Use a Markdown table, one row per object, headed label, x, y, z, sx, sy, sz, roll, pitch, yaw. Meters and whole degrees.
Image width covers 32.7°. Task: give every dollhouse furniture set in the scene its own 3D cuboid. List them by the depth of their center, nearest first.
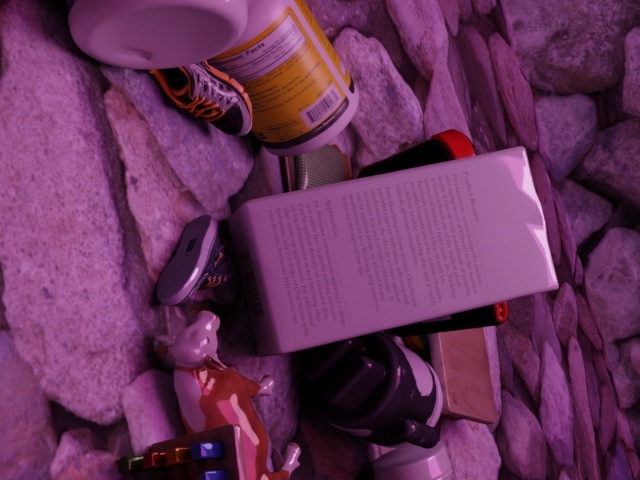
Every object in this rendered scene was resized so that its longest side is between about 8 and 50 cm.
| label | x | y | z | sx | sy | sz | roll | pitch | yaw |
| --- | --- | --- | --- | --- | --- | --- | --- | --- | --- |
| dollhouse furniture set | 0.053 | -0.057 | 1.915 | 0.197 | 0.151 | 0.301 | 18 | 60 | -60 |

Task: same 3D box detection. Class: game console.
| label | x | y | z | sx | sy | sz | roll | pitch | yaw |
| --- | --- | --- | --- | --- | --- | --- | --- | --- | --- |
| game console | 0.194 | -0.003 | 1.975 | 0.060 | 0.386 | 0.342 | -15 | 88 | -25 |

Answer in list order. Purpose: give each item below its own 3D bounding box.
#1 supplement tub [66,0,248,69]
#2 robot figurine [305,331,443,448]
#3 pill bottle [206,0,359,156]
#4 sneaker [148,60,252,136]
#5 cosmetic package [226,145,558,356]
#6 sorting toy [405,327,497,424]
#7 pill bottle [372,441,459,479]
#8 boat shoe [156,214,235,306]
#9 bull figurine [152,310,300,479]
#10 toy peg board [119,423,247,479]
| label | x | y | z | sx | sy | sz | roll | pitch | yaw |
| --- | --- | --- | --- | --- | --- | --- | --- | --- | --- |
| supplement tub | -0.229 | -0.418 | 1.460 | 0.235 | 0.235 | 0.324 | 17 | 62 | -60 |
| robot figurine | 0.094 | 0.243 | 1.808 | 0.278 | 0.174 | 0.209 | 35 | 49 | -52 |
| pill bottle | -0.091 | -0.308 | 1.727 | 0.334 | 0.188 | 0.188 | 54 | 33 | -36 |
| sneaker | -0.185 | -0.223 | 1.627 | 0.215 | 0.084 | 0.083 | 44 | 40 | -31 |
| cosmetic package | 0.108 | 0.017 | 1.667 | 0.161 | 0.453 | 0.230 | 152 | -74 | -74 |
| sorting toy | 0.256 | 0.242 | 2.225 | 0.257 | 0.089 | 0.255 | 25 | 54 | -57 |
| pill bottle | 0.194 | 0.514 | 1.857 | 0.176 | 0.176 | 0.318 | -22 | 96 | -64 |
| boat shoe | -0.166 | 0.047 | 1.527 | 0.083 | 0.065 | 0.183 | 58 | 30 | -28 |
| bull figurine | -0.120 | 0.246 | 1.469 | 0.188 | 0.101 | 0.310 | -6 | 82 | -65 |
| toy peg board | -0.166 | 0.311 | 1.296 | 0.079 | 0.161 | 0.161 | 7 | 69 | -45 |
